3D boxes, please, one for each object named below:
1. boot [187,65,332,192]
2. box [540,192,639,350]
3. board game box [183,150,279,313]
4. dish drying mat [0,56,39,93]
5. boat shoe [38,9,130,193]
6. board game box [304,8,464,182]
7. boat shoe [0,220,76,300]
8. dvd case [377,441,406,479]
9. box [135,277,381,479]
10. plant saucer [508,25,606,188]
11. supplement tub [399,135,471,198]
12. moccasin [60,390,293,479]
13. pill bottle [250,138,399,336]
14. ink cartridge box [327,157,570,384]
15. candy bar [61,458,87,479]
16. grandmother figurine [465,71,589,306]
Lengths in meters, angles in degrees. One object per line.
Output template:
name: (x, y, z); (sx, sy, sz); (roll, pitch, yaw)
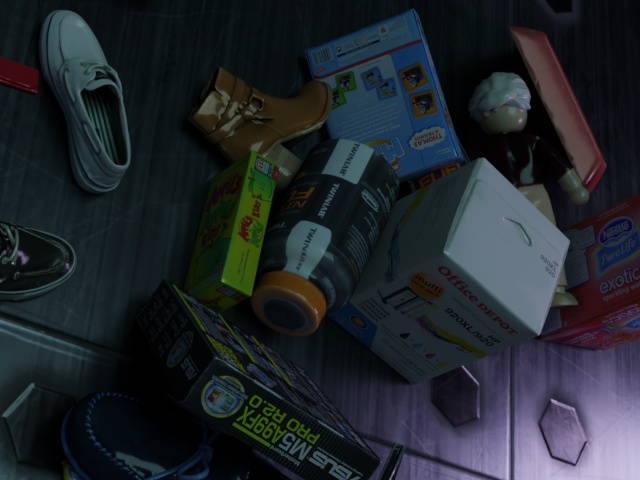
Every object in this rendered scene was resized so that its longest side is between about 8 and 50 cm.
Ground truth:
boot: (-0.073, -0.172, 1.619); (0.152, 0.073, 0.197); (37, 48, -16)
box: (0.452, 0.037, 1.803); (0.142, 0.300, 0.154); (11, 62, -34)
board game box: (-0.106, -0.007, 1.498); (0.043, 0.092, 0.181); (28, 55, -26)
dish drying mat: (-0.355, -0.190, 1.432); (0.083, 0.008, 0.032); (16, 60, -34)
boat shoe: (-0.256, -0.169, 1.458); (0.083, 0.076, 0.226); (-9, 76, -42)
board game box: (0.083, -0.180, 1.696); (0.039, 0.160, 0.211); (24, 49, -70)
boat shoe: (-0.341, 0.016, 1.305); (0.219, 0.070, 0.078); (1, 70, -40)
dvd case: (0.038, 0.352, 1.416); (0.018, 0.164, 0.221); (23, 50, 9)
box: (-0.073, 0.153, 1.351); (0.216, 0.270, 0.060); (35, 92, -23)
plant saucer: (0.366, -0.199, 1.924); (0.258, 0.047, 0.259); (66, 12, 5)
supplement tub: (0.151, -0.095, 1.739); (0.106, 0.106, 0.198); (-13, 71, -43)
moccasin: (-0.108, 0.242, 1.358); (0.342, 0.117, 0.138); (30, 49, -29)
pill bottle: (0.000, 0.000, 1.557); (0.130, 0.130, 0.246); (42, 49, -18)
ink cartridge box: (0.158, 0.043, 1.599); (0.171, 0.232, 0.168); (40, 50, -19)
candy bar: (-0.242, 0.298, 1.294); (0.040, 0.018, 0.161); (9, 66, -37)
grandmother figurine: (0.266, -0.070, 1.799); (0.208, 0.104, 0.342); (-5, 82, -5)
